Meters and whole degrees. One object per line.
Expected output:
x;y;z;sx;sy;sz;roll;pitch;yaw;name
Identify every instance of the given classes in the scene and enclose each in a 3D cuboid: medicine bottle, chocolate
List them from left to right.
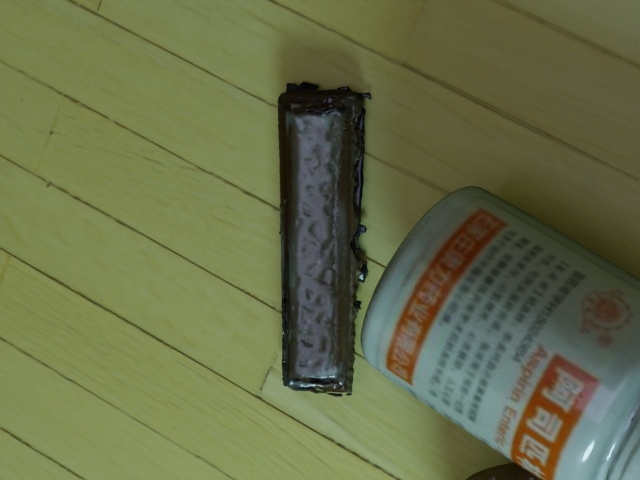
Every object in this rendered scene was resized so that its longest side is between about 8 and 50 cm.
-0.005;0.000;1.772;0.102;0.065;0.329;4;98;24;chocolate
0.239;0.122;1.589;0.371;0.211;0.211;33;109;21;medicine bottle

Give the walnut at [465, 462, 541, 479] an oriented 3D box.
0.197;0.315;1.658;0.213;0.213;0.213;4;99;23;walnut
